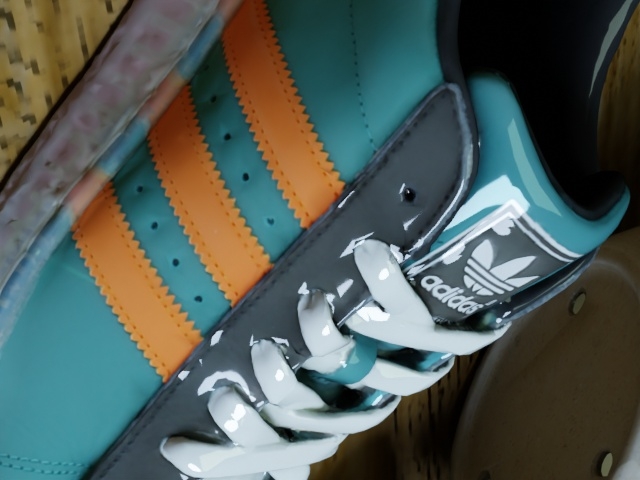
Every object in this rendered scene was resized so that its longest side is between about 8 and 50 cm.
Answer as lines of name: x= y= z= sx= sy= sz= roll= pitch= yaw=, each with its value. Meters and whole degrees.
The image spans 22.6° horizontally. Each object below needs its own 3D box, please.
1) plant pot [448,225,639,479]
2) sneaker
plant pot: x=0.161 y=0.096 z=0.605 sx=0.191 sy=0.284 sz=0.284 roll=23 pitch=97 yaw=-18
sneaker: x=0.000 y=0.000 z=0.412 sx=0.108 sy=0.121 sz=0.302 roll=24 pitch=95 yaw=-56
